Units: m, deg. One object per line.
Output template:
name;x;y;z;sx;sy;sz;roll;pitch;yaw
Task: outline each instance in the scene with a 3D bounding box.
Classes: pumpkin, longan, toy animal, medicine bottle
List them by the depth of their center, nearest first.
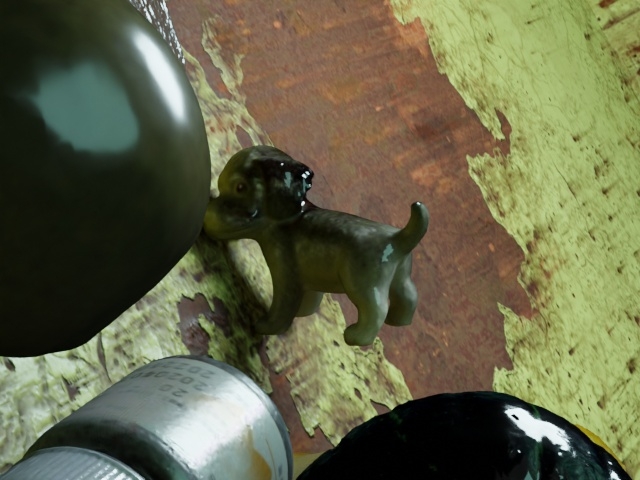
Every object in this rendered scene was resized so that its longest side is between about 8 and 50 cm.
longan;-0.226;-0.065;1.338;0.297;0.297;0.297;43;31;-35
medicine bottle;-0.138;0.195;1.369;0.165;0.165;0.273;61;25;-4
pumpkin;0.099;0.258;1.409;0.315;0.315;0.238;60;-2;-5
toy animal;-0.009;0.011;1.798;0.121;0.233;0.168;-19;122;-54

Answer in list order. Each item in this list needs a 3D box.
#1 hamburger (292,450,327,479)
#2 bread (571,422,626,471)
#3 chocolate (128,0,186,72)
hamburger;0.022;0.279;1.611;0.237;0.147;0.237;49;21;-26
bread;0.271;0.282;2.073;0.229;0.143;0.139;45;31;-37
chocolate;-0.211;-0.135;1.631;0.112;0.112;0.321;64;24;-17
